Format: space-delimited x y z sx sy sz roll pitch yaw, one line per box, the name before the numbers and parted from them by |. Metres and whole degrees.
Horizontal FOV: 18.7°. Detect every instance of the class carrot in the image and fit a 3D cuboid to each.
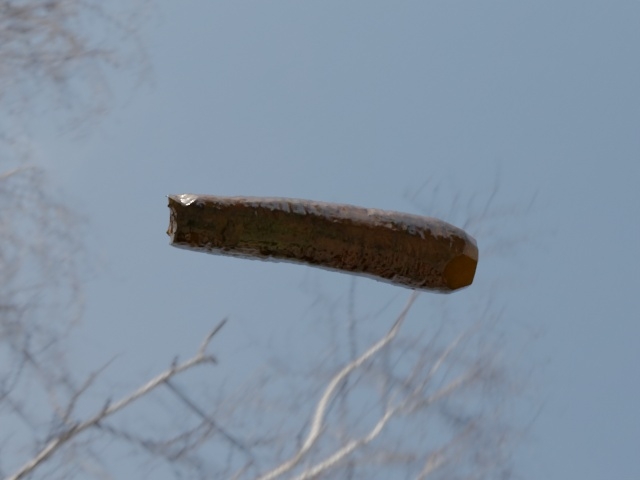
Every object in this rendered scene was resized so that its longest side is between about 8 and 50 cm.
carrot | 0.000 0.000 1.016 0.171 0.042 0.042 7 -74 -16
